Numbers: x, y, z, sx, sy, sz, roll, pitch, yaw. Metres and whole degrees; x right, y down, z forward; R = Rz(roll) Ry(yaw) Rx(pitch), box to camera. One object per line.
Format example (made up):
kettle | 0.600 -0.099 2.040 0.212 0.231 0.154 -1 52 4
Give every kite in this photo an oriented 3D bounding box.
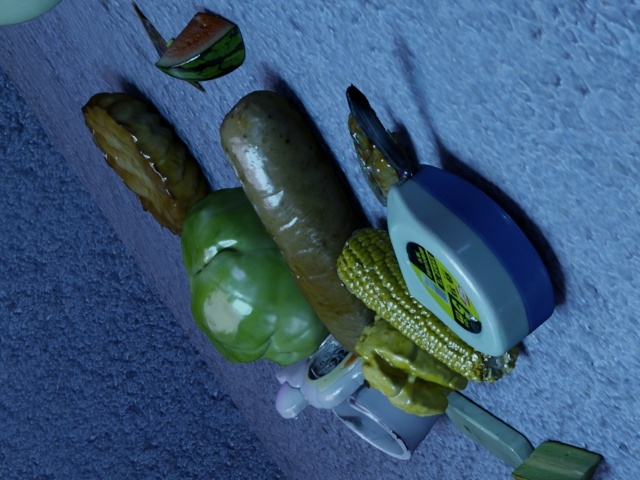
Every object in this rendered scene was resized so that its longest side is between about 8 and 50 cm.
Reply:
kite | -0.245 -0.298 2.101 0.190 0.010 0.159 50 165 2

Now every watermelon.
watermelon | -0.149 -0.272 1.796 0.135 0.125 0.094 -28 68 48

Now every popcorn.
popcorn | 0.129 0.171 1.840 0.167 0.148 0.152 58 141 36

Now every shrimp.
shrimp | 0.063 -0.097 1.566 0.132 0.052 0.187 46 167 21

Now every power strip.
power strip | 0.249 0.286 1.975 0.227 0.029 0.080 30 157 53

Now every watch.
watch | 0.072 0.261 2.171 0.217 0.211 0.248 47 159 -18

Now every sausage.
sausage | 0.001 0.002 1.851 0.500 0.123 0.136 60 174 -34

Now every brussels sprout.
brussels sprout | -0.092 0.066 2.056 0.274 0.243 0.316 45 166 46

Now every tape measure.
tape measure | 0.143 -0.018 1.413 0.215 0.098 0.351 43 166 38

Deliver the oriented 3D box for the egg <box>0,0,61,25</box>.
egg | -0.471 -0.446 1.888 0.278 0.278 0.336 53 159 -4

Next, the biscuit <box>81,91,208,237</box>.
biscuit | -0.325 -0.154 2.514 0.326 0.107 0.325 43 163 17

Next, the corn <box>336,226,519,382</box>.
corn | 0.132 0.086 1.706 0.293 0.106 0.106 41 162 35

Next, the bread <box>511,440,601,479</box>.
bread | 0.309 0.298 1.730 0.084 0.074 0.139 43 165 18
